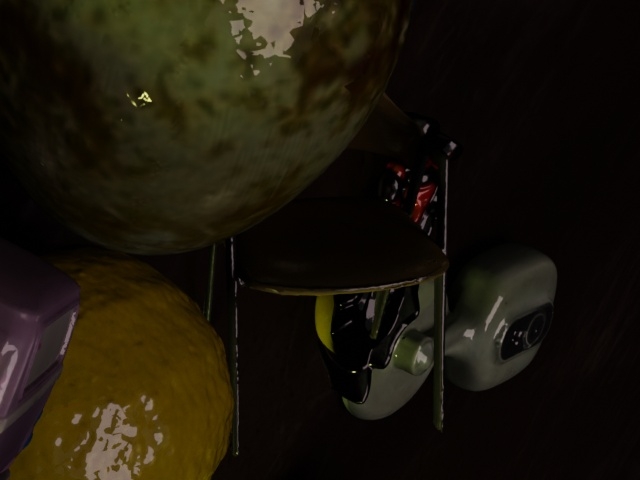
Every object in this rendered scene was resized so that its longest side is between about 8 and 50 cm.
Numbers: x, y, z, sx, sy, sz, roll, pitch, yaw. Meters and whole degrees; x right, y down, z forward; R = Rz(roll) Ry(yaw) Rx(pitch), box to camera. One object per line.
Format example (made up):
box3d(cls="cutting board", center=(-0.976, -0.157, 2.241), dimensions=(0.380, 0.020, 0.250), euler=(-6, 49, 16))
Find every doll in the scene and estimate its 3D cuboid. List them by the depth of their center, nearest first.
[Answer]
box3d(cls="doll", center=(0.054, 0.016, 1.111), dimensions=(0.127, 0.088, 0.248), euler=(17, 88, -37))

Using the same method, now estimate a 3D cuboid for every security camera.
box3d(cls="security camera", center=(0.134, 0.094, 1.286), dimensions=(0.302, 0.080, 0.157), euler=(-16, 125, -47))

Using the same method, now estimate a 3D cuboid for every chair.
box3d(cls="chair", center=(0.000, 0.000, 0.923), dimensions=(0.159, 0.172, 0.246), euler=(-4, 120, -17))

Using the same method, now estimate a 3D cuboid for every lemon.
box3d(cls="lemon", center=(-0.153, 0.099, 0.750), dimensions=(0.231, 0.192, 0.192), euler=(-19, 126, -55))

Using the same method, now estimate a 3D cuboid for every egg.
box3d(cls="egg", center=(-0.076, -0.121, 0.674), dimensions=(0.238, 0.238, 0.289), euler=(-34, 153, -40))

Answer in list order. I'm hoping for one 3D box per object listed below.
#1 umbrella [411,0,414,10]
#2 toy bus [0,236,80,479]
box3d(cls="umbrella", center=(-0.021, -0.197, 0.869), dimensions=(0.248, 0.071, 0.070), euler=(12, 101, -54))
box3d(cls="toy bus", center=(-0.223, 0.042, 0.579), dimensions=(0.142, 0.203, 0.142), euler=(-63, -178, 6))
